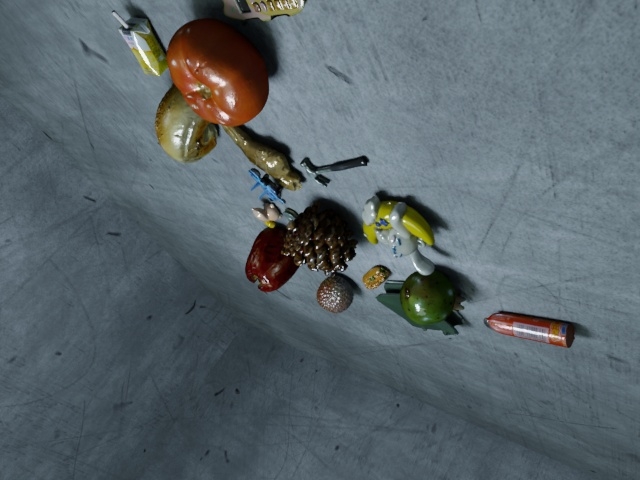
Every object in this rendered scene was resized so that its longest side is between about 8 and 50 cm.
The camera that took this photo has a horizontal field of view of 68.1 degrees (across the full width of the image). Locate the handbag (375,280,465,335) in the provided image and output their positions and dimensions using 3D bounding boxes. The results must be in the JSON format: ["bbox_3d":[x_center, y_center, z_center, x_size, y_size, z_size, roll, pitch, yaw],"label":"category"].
[{"bbox_3d":[0.371,0.256,1.776,0.260,0.079,0.248,43,155,-23],"label":"handbag"}]

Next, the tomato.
[{"bbox_3d":[-0.240,-0.407,1.142,0.260,0.180,0.259,25,154,13],"label":"tomato"}]

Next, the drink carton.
[{"bbox_3d":[-0.500,-0.560,1.314,0.084,0.074,0.200,21,153,26],"label":"drink carton"}]

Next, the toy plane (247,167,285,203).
[{"bbox_3d":[-0.164,-0.171,1.605,0.169,0.078,0.246,41,-173,12],"label":"toy plane"}]

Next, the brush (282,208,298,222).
[{"bbox_3d":[-0.093,-0.044,1.866,0.062,0.027,0.266,24,159,23],"label":"brush"}]

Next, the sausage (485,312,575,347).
[{"bbox_3d":[0.635,0.270,1.470,0.274,0.074,0.074,3,142,49],"label":"sausage"}]

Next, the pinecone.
[{"bbox_3d":[0.000,0.000,1.593,0.273,0.224,0.224,26,162,-27],"label":"pinecone"}]

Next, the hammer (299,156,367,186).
[{"bbox_3d":[0.048,-0.205,1.361,0.246,0.029,0.103,0,140,50],"label":"hammer"}]

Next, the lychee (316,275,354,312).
[{"bbox_3d":[0.062,0.238,2.029,0.165,0.165,0.197,22,126,26],"label":"lychee"}]

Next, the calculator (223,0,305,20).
[{"bbox_3d":[-0.130,-0.525,0.963,0.237,0.033,0.157,15,150,32],"label":"calculator"}]

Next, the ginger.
[{"bbox_3d":[-0.187,-0.272,1.477,0.334,0.081,0.148,38,177,-5],"label":"ginger"}]

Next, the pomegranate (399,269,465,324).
[{"bbox_3d":[0.373,0.188,1.546,0.225,0.186,0.187,11,168,-28],"label":"pomegranate"}]

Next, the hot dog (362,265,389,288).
[{"bbox_3d":[0.205,0.145,1.801,0.072,0.055,0.188,32,156,0],"label":"hot dog"}]

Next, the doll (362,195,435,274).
[{"bbox_3d":[0.227,-0.020,1.383,0.237,0.111,0.252,21,145,25],"label":"doll"}]

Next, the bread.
[{"bbox_3d":[-0.428,-0.350,1.479,0.171,0.192,0.314,31,157,3],"label":"bread"}]

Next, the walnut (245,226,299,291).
[{"bbox_3d":[-0.195,0.087,1.940,0.222,0.269,0.243,28,153,14],"label":"walnut"}]

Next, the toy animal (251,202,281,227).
[{"bbox_3d":[-0.206,-0.112,1.822,0.114,0.082,0.091,36,-167,-41],"label":"toy animal"}]
